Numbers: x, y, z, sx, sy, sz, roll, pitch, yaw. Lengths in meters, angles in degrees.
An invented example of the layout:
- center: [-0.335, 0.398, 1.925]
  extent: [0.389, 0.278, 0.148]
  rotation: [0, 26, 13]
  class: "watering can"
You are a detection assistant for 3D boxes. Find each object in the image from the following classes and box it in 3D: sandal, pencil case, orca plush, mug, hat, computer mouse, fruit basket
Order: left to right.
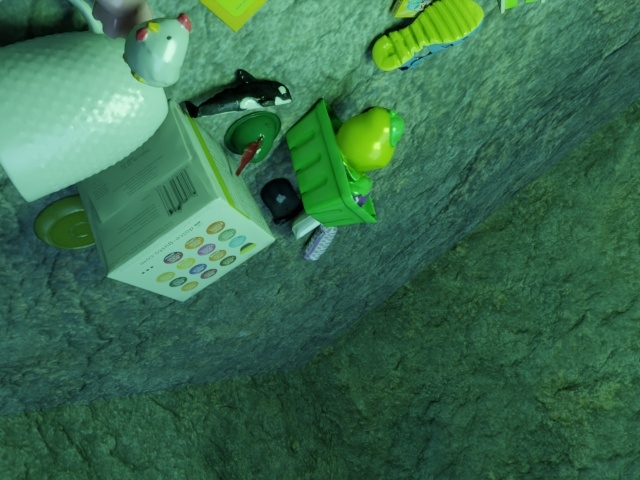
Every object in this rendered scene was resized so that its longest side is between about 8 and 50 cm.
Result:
- center: [-0.503, -0.309, 1.032]
  extent: [0.327, 0.276, 0.374]
  rotation: [-29, 126, -21]
  class: "mug"
- center: [-0.215, -0.393, 1.388]
  extent: [0.286, 0.102, 0.151]
  rotation: [-13, -164, -13]
  class: "orca plush"
- center: [-0.172, -0.247, 1.540]
  extent: [0.208, 0.184, 0.173]
  rotation: [-25, 154, -11]
  class: "hat"
- center: [-0.121, -0.132, 1.934]
  extent: [0.188, 0.072, 0.272]
  rotation: [-32, 155, 5]
  class: "computer mouse"
- center: [0.000, 0.000, 2.282]
  extent: [0.088, 0.086, 0.206]
  rotation: [-54, 176, -46]
  class: "pencil case"
- center: [0.103, -0.257, 1.604]
  extent: [0.392, 0.392, 0.283]
  rotation: [-36, 154, 11]
  class: "fruit basket"
- center: [0.305, -0.575, 1.497]
  extent: [0.317, 0.126, 0.138]
  rotation: [-18, 176, 22]
  class: "sandal"

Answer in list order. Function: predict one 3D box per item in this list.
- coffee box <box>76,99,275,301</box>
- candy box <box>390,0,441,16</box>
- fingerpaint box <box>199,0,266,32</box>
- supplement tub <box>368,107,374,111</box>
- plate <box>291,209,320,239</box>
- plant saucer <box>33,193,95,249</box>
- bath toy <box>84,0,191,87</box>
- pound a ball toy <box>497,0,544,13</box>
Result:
- center: [-0.385, -0.088, 1.426]
  extent: [0.337, 0.338, 0.334]
  rotation: [-33, 155, 7]
  class: "coffee box"
- center: [0.295, -0.664, 1.449]
  extent: [0.205, 0.027, 0.105]
  rotation: [-17, 157, -32]
  class: "candy box"
- center: [-0.128, -0.647, 0.887]
  extent: [0.444, 0.163, 0.371]
  rotation: [-39, 154, 17]
  class: "fingerpaint box"
- center: [0.177, -0.357, 1.803]
  extent: [0.105, 0.106, 0.198]
  rotation: [-21, 154, -19]
  class: "supplement tub"
- center: [0.000, -0.116, 2.042]
  extent: [0.278, 0.045, 0.277]
  rotation: [-36, 173, -4]
  class: "plate"
- center: [-0.694, -0.043, 1.531]
  extent: [0.240, 0.037, 0.241]
  rotation: [-24, 153, -13]
  class: "plant saucer"
- center: [-0.335, -0.415, 0.878]
  extent: [0.129, 0.348, 0.151]
  rotation: [-42, 167, 22]
  class: "bath toy"
- center: [0.493, -0.766, 1.408]
  extent: [0.208, 0.136, 0.319]
  rotation: [-9, 159, 15]
  class: "pound a ball toy"
